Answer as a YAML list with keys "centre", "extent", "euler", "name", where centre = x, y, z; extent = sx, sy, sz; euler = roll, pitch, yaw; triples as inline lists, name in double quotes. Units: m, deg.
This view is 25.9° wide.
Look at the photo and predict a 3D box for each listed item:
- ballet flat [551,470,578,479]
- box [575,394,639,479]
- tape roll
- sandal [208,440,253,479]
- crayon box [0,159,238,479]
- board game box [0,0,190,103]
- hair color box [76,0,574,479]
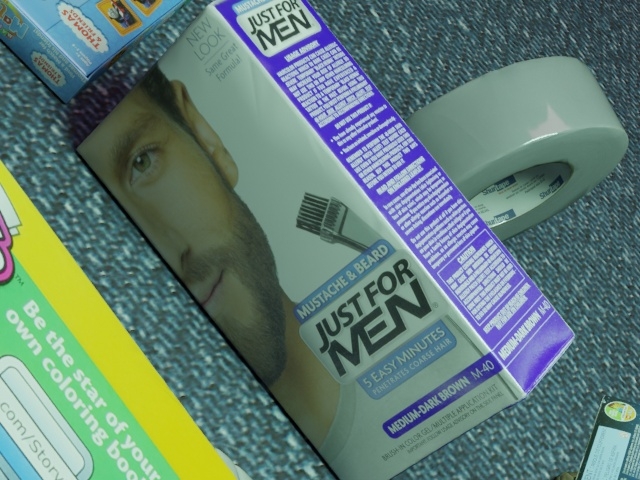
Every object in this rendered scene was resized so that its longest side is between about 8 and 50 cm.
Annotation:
- centre: [0.296, 0.274, 1.185]
  extent: [0.250, 0.058, 0.084]
  euler: [41, 37, -13]
  name: "ballet flat"
- centre: [0.184, 0.248, 0.969]
  extent: [0.044, 0.233, 0.159]
  euler: [14, 34, 15]
  name: "box"
- centre: [0.148, -0.065, 1.186]
  extent: [0.219, 0.219, 0.072]
  euler: [-3, 60, -47]
  name: "tape roll"
- centre: [-0.116, 0.176, 0.813]
  extent: [0.416, 0.102, 0.169]
  euler: [48, 20, -26]
  name: "sandal"
- centre: [-0.211, 0.074, 0.527]
  extent: [0.363, 0.106, 0.313]
  euler: [55, 30, -9]
  name: "crayon box"
- centre: [-0.198, -0.218, 1.109]
  extent: [0.160, 0.039, 0.211]
  euler: [46, 37, -7]
  name: "board game box"
- centre: [0.000, 0.000, 1.007]
  extent: [0.339, 0.185, 0.110]
  euler: [52, 38, 2]
  name: "hair color box"
